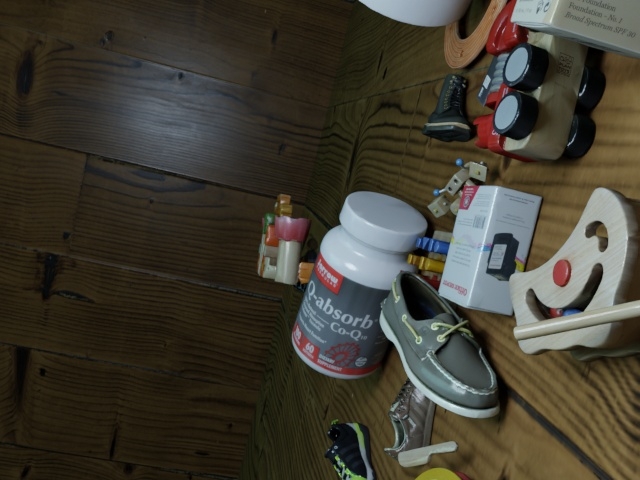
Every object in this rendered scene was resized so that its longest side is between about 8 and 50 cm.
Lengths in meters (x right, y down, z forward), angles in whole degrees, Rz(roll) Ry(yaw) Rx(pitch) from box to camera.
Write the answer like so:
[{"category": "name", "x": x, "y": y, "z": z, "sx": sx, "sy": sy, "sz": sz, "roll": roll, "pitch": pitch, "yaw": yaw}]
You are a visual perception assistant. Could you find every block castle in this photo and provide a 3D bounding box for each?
[{"category": "block castle", "x": 0.000, "y": 0.000, "z": 1.702, "sx": 0.453, "sy": 0.303, "sz": 0.212, "roll": -169, "pitch": 86, "yaw": -80}]

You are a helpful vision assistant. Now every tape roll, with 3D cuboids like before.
[{"category": "tape roll", "x": 0.173, "y": -0.542, "z": 1.269, "sx": 0.100, "sy": 0.286, "sz": 0.286, "roll": 115, "pitch": 164, "yaw": -50}]

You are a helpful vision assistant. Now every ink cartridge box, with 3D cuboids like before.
[{"category": "ink cartridge box", "x": 0.245, "y": 0.011, "z": 0.965, "sx": 0.127, "sy": 0.073, "sz": 0.175, "roll": -150, "pitch": 73, "yaw": -79}]

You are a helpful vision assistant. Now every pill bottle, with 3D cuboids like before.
[{"category": "pill bottle", "x": 0.081, "y": 0.094, "z": 1.377, "sx": 0.210, "sy": 0.210, "sz": 0.362, "roll": -95, "pitch": 20, "yaw": -61}]

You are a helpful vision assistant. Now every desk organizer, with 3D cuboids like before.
[{"category": "desk organizer", "x": 0.305, "y": -0.277, "z": 1.057, "sx": 0.047, "sy": 0.050, "sz": 0.130, "roll": -94, "pitch": 19, "yaw": -58}]

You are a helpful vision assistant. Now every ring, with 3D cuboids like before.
[{"category": "ring", "x": 0.325, "y": -0.501, "z": 1.289, "sx": 0.336, "sy": 0.032, "sz": 0.336, "roll": -167, "pitch": 90, "yaw": -81}]

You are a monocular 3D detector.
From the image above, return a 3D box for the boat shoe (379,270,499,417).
[{"category": "boat shoe", "x": 0.173, "y": 0.146, "z": 0.981, "sx": 0.305, "sy": 0.109, "sz": 0.091, "roll": -127, "pitch": 43, "yaw": -61}]

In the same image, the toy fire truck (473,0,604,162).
[{"category": "toy fire truck", "x": 0.281, "y": -0.213, "z": 0.920, "sx": 0.246, "sy": 0.159, "sz": 0.216, "roll": -172, "pitch": 94, "yaw": -70}]

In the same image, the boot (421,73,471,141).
[{"category": "boot", "x": 0.256, "y": -0.266, "z": 1.272, "sx": 0.198, "sy": 0.077, "sz": 0.136, "roll": -133, "pitch": 61, "yaw": -77}]

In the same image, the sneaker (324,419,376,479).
[{"category": "sneaker", "x": 0.053, "y": 0.475, "z": 1.381, "sx": 0.234, "sy": 0.097, "sz": 0.084, "roll": -97, "pitch": 21, "yaw": -62}]

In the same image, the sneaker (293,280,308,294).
[{"category": "sneaker", "x": -0.022, "y": 0.154, "z": 2.087, "sx": 0.341, "sy": 0.140, "sz": 0.125, "roll": -124, "pitch": 49, "yaw": -75}]

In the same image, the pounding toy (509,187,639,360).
[{"category": "pounding toy", "x": 0.254, "y": 0.031, "z": 0.646, "sx": 0.269, "sy": 0.155, "sz": 0.154, "roll": 134, "pitch": 143, "yaw": -72}]

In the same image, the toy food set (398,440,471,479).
[{"category": "toy food set", "x": 0.179, "y": 0.393, "z": 0.909, "sx": 0.128, "sy": 0.071, "sz": 0.217, "roll": -37, "pitch": 37, "yaw": 37}]

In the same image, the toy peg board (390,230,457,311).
[{"category": "toy peg board", "x": 0.192, "y": 0.058, "z": 1.188, "sx": 0.161, "sy": 0.079, "sz": 0.160, "roll": -158, "pitch": 80, "yaw": -79}]

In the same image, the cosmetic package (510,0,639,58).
[{"category": "cosmetic package", "x": 0.336, "y": -0.358, "z": 0.677, "sx": 0.113, "sy": 0.160, "sz": 0.309, "roll": -107, "pitch": 30, "yaw": -68}]

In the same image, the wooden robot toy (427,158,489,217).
[{"category": "wooden robot toy", "x": 0.257, "y": -0.098, "z": 1.131, "sx": 0.079, "sy": 0.076, "sz": 0.173, "roll": -42, "pitch": -10, "yaw": -31}]

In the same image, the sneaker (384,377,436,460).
[{"category": "sneaker", "x": 0.155, "y": 0.284, "z": 1.128, "sx": 0.066, "sy": 0.071, "sz": 0.188, "roll": 126, "pitch": 154, "yaw": -67}]
